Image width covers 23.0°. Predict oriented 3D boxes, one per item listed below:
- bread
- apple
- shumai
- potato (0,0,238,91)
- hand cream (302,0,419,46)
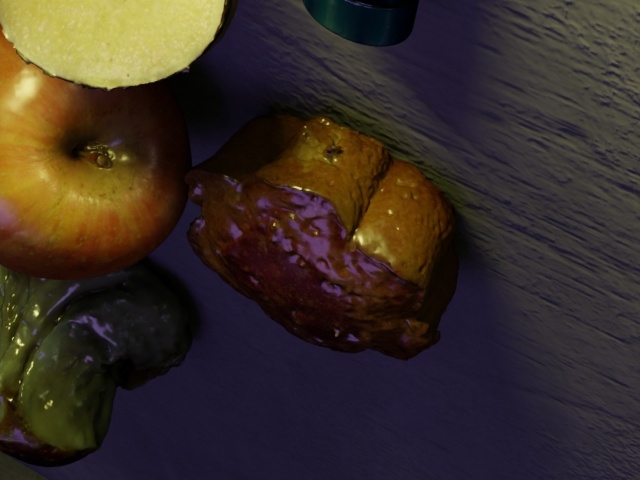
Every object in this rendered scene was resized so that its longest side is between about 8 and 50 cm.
[{"bbox_3d":[0.006,-0.002,1.337,0.247,0.135,0.232,29,156,13],"label":"bread"},{"bbox_3d":[-0.237,-0.084,1.397,0.242,0.242,0.241,45,168,-23],"label":"apple"},{"bbox_3d":[-0.337,0.134,1.906,0.304,0.263,0.309,30,157,6],"label":"shumai"},{"bbox_3d":[-0.131,-0.198,1.160,0.202,0.182,0.117,1,-178,25],"label":"potato"},{"bbox_3d":[0.033,-0.231,0.972,0.120,0.061,0.270,33,150,17],"label":"hand cream"}]
